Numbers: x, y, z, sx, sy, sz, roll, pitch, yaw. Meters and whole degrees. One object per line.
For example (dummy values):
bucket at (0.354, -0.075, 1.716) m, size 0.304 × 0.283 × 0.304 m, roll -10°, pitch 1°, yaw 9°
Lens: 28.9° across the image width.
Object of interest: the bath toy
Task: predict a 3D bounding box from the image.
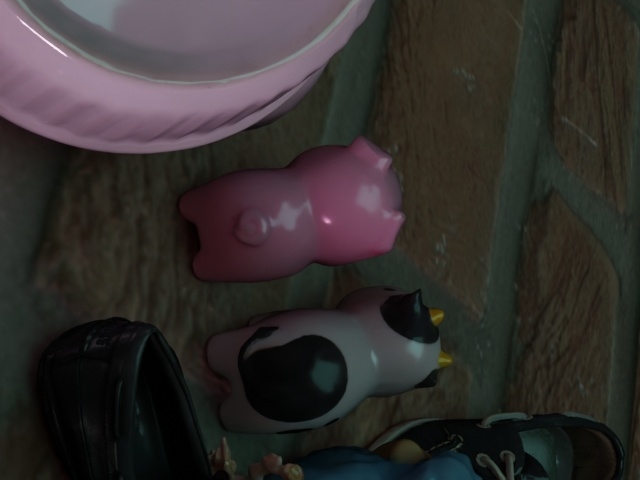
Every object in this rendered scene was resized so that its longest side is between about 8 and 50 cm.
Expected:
bath toy at (0.000, 0.000, 0.772) m, size 0.151 × 0.129 × 0.348 m, roll -22°, pitch 99°, yaw -52°

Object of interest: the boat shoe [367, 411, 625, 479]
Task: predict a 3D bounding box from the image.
boat shoe at (0.133, 0.179, 0.935) m, size 0.302 × 0.091 × 0.114 m, roll -11°, pitch 91°, yaw -53°

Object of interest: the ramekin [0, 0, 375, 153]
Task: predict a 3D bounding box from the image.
ramekin at (-0.081, -0.175, 0.601) m, size 0.272 × 0.127 × 0.273 m, roll -2°, pitch 96°, yaw -22°

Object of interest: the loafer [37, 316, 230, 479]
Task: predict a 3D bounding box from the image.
loafer at (-0.084, 0.148, 0.666) m, size 0.076 × 0.078 × 0.223 m, roll -29°, pitch 106°, yaw -52°

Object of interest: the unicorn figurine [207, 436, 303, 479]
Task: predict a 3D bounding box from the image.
unicorn figurine at (-0.027, 0.188, 0.729) m, size 0.060 × 0.111 × 0.162 m, roll -22°, pitch 86°, yaw -40°
